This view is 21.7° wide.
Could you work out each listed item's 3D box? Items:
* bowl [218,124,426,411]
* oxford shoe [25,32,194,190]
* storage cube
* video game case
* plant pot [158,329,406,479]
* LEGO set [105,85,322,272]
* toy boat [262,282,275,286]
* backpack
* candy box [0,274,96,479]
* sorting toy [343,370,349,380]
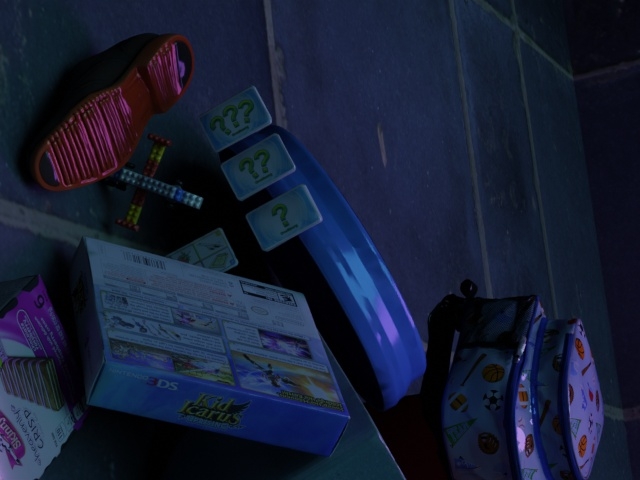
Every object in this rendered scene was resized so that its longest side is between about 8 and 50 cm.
[{"bbox_3d":[0.005,0.029,2.075,0.391,0.077,0.391,56,-9,13],"label":"bowl"},{"bbox_3d":[-0.252,-0.144,1.870,0.271,0.098,0.096,-47,137,-42],"label":"oxford shoe"},{"bbox_3d":[0.120,0.311,2.313,0.215,0.193,0.183,10,69,-65],"label":"storage cube"},{"bbox_3d":[-0.123,0.110,1.757,0.270,0.061,0.244,15,24,-21],"label":"video game case"},{"bbox_3d":[-0.034,0.292,1.880,0.247,0.252,0.247,61,-2,-32],"label":"plant pot"},{"bbox_3d":[-0.147,-0.047,1.888,0.182,0.244,0.060,63,6,11],"label":"LEGO set"},{"bbox_3d":[-0.074,0.120,2.021,0.231,0.151,0.151,-4,82,-61],"label":"toy boat"},{"bbox_3d":[0.254,0.231,2.180,0.263,0.213,0.276,-60,136,-43],"label":"backpack"},{"bbox_3d":[-0.314,0.155,1.590,0.159,0.071,0.233,69,26,-19],"label":"candy box"},{"bbox_3d":[0.015,0.306,2.170,0.127,0.126,0.365,-34,109,-65],"label":"sorting toy"}]
